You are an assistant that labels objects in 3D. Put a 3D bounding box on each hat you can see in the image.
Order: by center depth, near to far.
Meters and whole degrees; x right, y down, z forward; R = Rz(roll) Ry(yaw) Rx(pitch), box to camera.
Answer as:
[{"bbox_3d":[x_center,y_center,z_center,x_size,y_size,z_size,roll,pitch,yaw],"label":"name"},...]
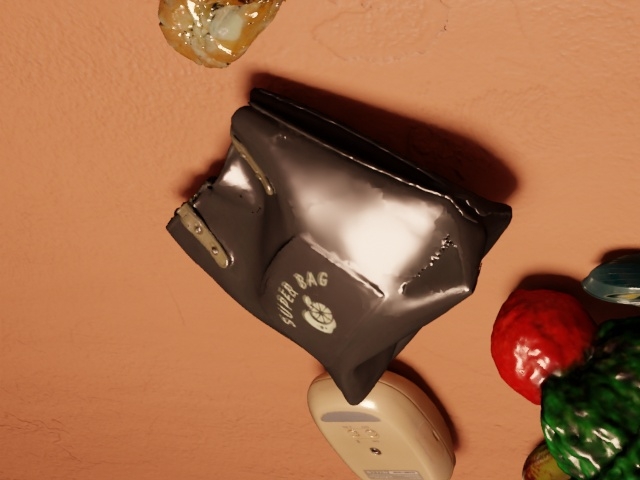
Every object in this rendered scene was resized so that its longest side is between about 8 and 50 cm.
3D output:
[{"bbox_3d":[0.318,0.157,1.427,0.332,0.274,0.242,42,150,13],"label":"hat"}]

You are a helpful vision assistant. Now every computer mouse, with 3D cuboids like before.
[{"bbox_3d":[0.076,0.226,1.733,0.145,0.082,0.236,-6,140,30],"label":"computer mouse"}]

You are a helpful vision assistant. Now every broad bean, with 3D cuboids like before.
[{"bbox_3d":[0.307,0.252,1.682,0.077,0.061,0.339,20,146,-14],"label":"broad bean"}]

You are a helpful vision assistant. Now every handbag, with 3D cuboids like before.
[{"bbox_3d":[0.000,0.000,1.423,0.288,0.152,0.342,34,143,-2],"label":"handbag"}]

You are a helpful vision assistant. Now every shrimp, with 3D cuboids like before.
[{"bbox_3d":[-0.081,-0.206,1.255,0.091,0.043,0.184,39,141,-22],"label":"shrimp"}]

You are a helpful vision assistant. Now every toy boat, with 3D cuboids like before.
[{"bbox_3d":[0.325,0.041,1.393,0.141,0.055,0.060,0,134,23],"label":"toy boat"}]
